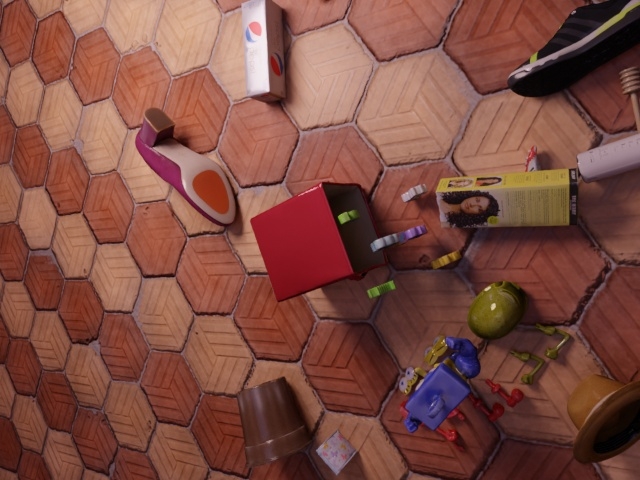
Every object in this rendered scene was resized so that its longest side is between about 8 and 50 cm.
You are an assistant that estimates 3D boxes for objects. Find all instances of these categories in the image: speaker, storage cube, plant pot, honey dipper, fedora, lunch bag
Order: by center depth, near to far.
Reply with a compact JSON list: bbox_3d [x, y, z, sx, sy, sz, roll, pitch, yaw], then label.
[{"bbox_3d":[0.494,-0.138,0.713,0.136,0.055,0.055,-19,85,43],"label":"speaker"},{"bbox_3d":[0.521,-0.201,0.726,0.030,0.030,0.161,-12,90,29],"label":"honey dipper"},{"bbox_3d":[0.473,0.282,0.738,0.194,0.194,0.079,-62,31,18],"label":"fedora"},{"bbox_3d":[0.000,0.000,0.941,0.193,0.183,0.215,-24,83,29],"label":"storage cube"},{"bbox_3d":[0.033,0.489,1.018,0.071,0.083,0.053,40,111,20],"label":"lunch bag"},{"bbox_3d":[-0.120,0.424,1.062,0.166,0.167,0.165,-26,74,28],"label":"plant pot"}]

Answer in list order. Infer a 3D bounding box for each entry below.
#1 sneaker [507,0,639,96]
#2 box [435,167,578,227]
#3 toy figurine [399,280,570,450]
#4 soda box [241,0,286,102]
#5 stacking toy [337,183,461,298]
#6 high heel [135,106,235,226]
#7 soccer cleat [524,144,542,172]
[{"bbox_3d":[0.431,-0.334,0.752,0.234,0.084,0.097,-24,58,27],"label":"sneaker"},{"bbox_3d":[0.335,-0.073,0.805,0.232,0.058,0.087,-2,124,29],"label":"box"},{"bbox_3d":[0.262,0.262,0.799,0.191,0.217,0.363,43,113,19],"label":"toy figurine"},{"bbox_3d":[-0.131,-0.441,1.038,0.069,0.073,0.216,0,93,29],"label":"soda box"},{"bbox_3d":[0.153,-0.004,0.852,0.167,0.221,0.052,66,151,8],"label":"stacking toy"},{"bbox_3d":[-0.361,-0.165,1.195,0.377,0.127,0.181,55,145,9],"label":"high heel"},{"bbox_3d":[0.389,-0.130,0.806,0.035,0.029,0.084,9,102,19],"label":"soccer cleat"}]
